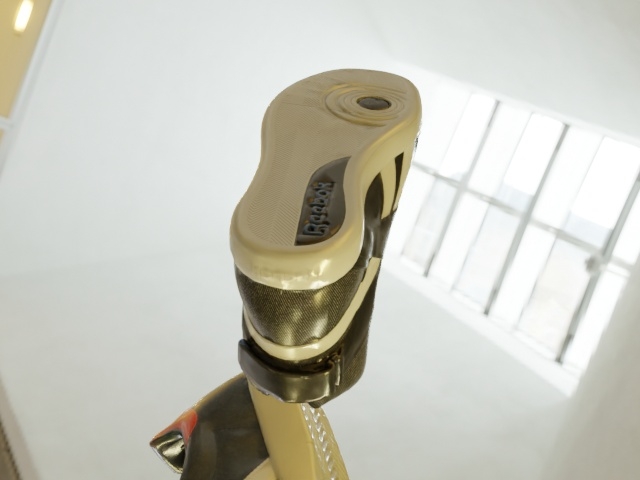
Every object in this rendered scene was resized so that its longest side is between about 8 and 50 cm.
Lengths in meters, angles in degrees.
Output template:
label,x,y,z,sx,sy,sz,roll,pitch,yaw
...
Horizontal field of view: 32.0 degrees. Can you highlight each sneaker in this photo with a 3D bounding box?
label,x,y,z,sx,sy,sz,roll,pitch,yaw
sneaker,0.000,0.000,0.581,0.217,0.079,0.121,-63,160,-56
sneaker,-0.037,0.236,0.745,0.148,0.131,0.350,-27,-143,4
